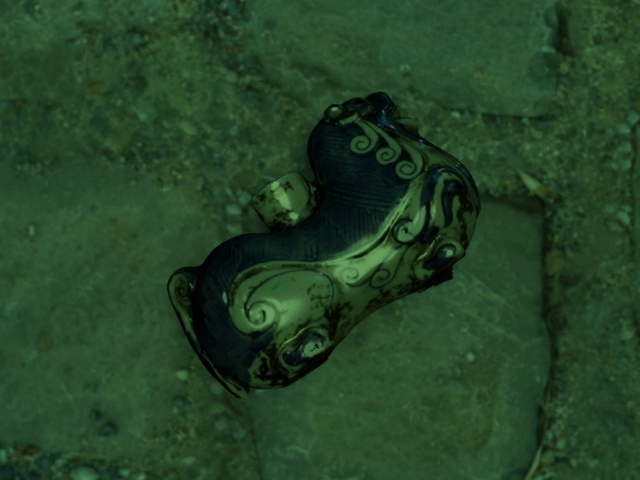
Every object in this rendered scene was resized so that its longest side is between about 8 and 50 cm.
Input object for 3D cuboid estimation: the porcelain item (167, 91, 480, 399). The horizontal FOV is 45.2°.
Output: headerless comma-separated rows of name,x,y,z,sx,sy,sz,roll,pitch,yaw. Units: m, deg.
porcelain item,0.000,0.000,0.676,0.288,0.138,0.186,-35,80,-5
